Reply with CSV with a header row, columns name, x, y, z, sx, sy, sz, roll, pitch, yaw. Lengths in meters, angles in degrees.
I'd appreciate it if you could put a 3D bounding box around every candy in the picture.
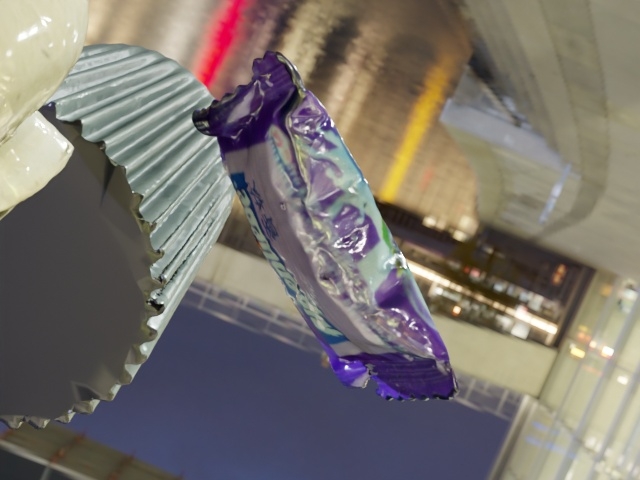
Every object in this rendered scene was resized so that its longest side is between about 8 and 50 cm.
name,x,y,z,sx,sy,sz,roll,pitch,yaw
candy,0.000,0.000,0.784,0.145,0.070,0.275,-10,113,59

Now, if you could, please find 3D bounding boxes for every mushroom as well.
name,x,y,z,sx,sy,sz,roll,pitch,yaw
mushroom,-0.236,-0.096,0.638,0.202,0.246,0.246,49,168,-32

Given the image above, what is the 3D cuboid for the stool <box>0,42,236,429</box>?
name,x,y,z,sx,sy,sz,roll,pitch,yaw
stool,-0.235,-0.035,0.992,0.297,0.297,0.330,24,-158,2
